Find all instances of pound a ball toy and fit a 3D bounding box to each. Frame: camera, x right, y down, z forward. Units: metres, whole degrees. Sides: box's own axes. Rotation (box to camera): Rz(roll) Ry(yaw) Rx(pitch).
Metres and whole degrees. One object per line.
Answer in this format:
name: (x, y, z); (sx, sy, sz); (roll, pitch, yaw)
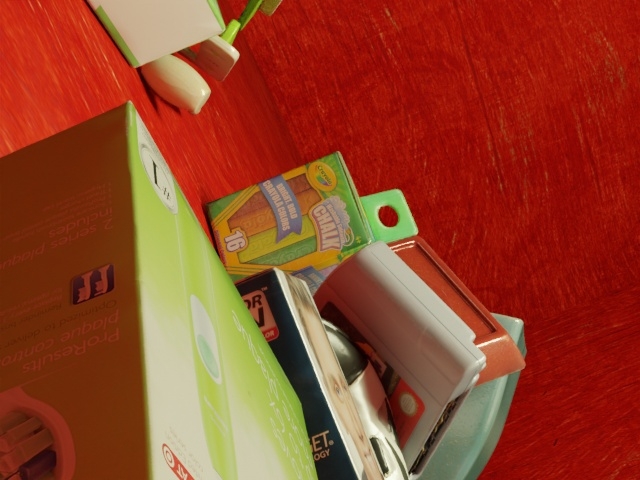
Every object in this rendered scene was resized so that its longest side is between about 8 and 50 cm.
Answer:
pound a ball toy: (-0.151, -0.261, 1.377); (0.136, 0.208, 0.319); (37, -3, -8)

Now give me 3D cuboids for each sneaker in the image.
sneaker: (0.031, 0.229, 1.122); (0.146, 0.122, 0.330); (-106, 172, -72)

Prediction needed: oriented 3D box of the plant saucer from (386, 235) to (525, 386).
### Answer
plant saucer: (0.096, 0.092, 1.452); (0.258, 0.259, 0.048); (50, -38, 35)

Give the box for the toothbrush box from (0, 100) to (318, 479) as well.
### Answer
toothbrush box: (-0.074, 0.114, 0.434); (0.283, 0.122, 0.206); (-104, 171, -54)

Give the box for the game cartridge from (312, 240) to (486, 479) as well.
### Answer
game cartridge: (0.057, 0.144, 1.224); (0.196, 0.060, 0.294); (49, -36, 25)

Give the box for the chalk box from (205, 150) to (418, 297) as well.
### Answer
chalk box: (0.000, 0.000, 1.297); (0.132, 0.213, 0.132); (61, 8, -58)

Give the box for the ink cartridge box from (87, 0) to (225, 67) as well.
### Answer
ink cartridge box: (-0.209, -0.351, 1.182); (0.198, 0.115, 0.273); (61, 9, -59)

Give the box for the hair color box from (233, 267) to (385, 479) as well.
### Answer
hair color box: (-0.005, 0.203, 0.929); (0.174, 0.105, 0.347); (40, 27, -82)

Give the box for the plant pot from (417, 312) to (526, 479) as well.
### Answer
plant pot: (0.144, 0.233, 1.627); (0.247, 0.248, 0.252); (54, 48, -71)
